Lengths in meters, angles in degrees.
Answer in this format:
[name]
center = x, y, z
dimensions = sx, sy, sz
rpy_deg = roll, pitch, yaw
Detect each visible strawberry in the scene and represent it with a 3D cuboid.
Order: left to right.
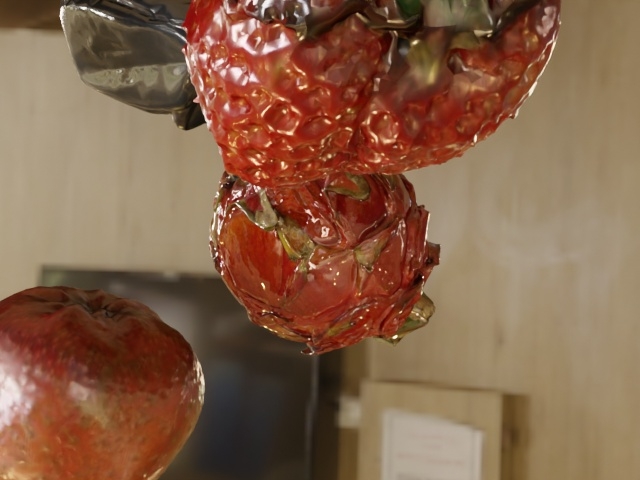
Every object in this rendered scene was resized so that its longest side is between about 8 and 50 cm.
[strawberry]
center = 0.031, -0.153, 1.085
dimensions = 0.250, 0.238, 0.288
rpy_deg = 0, 156, -3

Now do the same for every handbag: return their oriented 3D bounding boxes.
[handbag]
center = -0.082, -0.224, 1.674
dimensions = 0.302, 0.178, 0.275
rpy_deg = -28, -141, -31

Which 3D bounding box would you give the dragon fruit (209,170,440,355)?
[dragon fruit]
center = 0.000, 0.000, 1.984
dimensions = 0.342, 0.277, 0.277
rpy_deg = 45, 163, -20

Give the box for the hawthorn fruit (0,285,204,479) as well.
[hawthorn fruit]
center = -0.288, 0.186, 1.776
dimensions = 0.275, 0.299, 0.275
rpy_deg = 36, -170, -7
